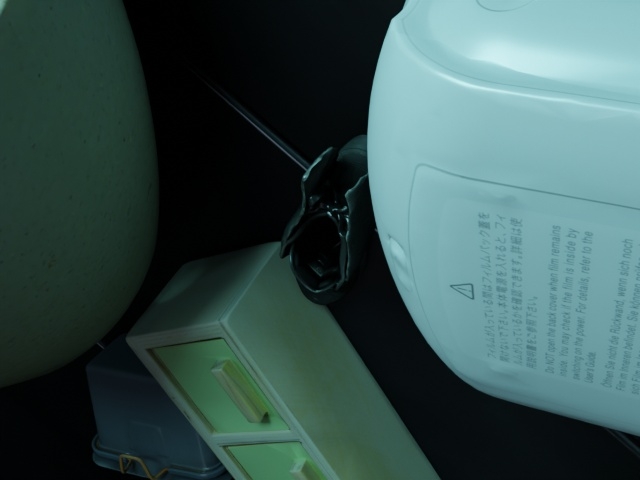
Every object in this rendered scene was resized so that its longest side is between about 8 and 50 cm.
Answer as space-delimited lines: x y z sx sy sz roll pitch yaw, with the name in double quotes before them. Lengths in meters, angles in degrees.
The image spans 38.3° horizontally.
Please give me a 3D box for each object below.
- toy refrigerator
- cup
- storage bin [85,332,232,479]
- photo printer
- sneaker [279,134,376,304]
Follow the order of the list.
"toy refrigerator" -0.015 0.139 0.673 0.102 0.094 0.270 -12 120 38
"cup" -0.222 -0.044 0.512 0.330 0.331 0.237 4 154 28
"storage bin" -0.129 0.134 0.745 0.135 0.098 0.091 5 119 27
"photo printer" 0.171 0.000 0.406 0.307 0.107 0.256 12 146 22
"sneaker" 0.002 0.001 0.543 0.051 0.089 0.170 28 136 6
